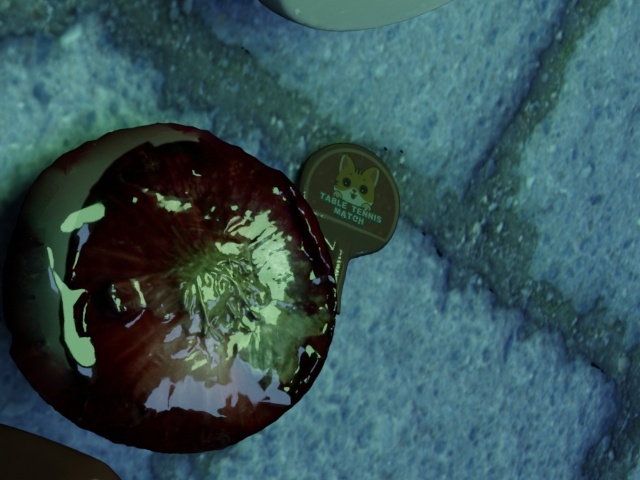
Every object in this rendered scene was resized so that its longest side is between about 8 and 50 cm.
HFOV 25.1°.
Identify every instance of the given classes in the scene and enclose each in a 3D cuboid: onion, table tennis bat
[{"bbox_3d":[-0.131,0.046,1.170,0.272,0.195,0.272,5,75,-18],"label":"onion"},{"bbox_3d":[0.000,0.000,1.388,0.107,0.119,0.170,20,67,-21],"label":"table tennis bat"}]

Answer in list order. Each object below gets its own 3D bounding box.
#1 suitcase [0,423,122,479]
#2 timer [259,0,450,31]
[{"bbox_3d":[-0.214,0.286,1.137,0.161,0.236,0.297,-55,135,-28],"label":"suitcase"},{"bbox_3d":[0.026,-0.333,1.144,0.285,0.285,0.285,-18,117,-38],"label":"timer"}]
